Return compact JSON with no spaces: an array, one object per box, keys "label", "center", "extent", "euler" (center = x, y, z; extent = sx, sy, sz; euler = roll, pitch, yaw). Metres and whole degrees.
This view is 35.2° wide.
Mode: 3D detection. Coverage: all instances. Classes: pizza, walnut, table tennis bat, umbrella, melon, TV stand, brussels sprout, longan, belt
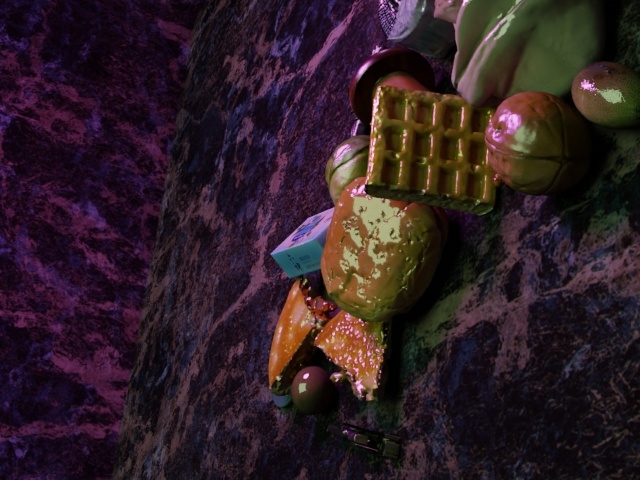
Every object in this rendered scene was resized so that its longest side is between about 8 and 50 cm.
[{"label":"pizza","center":[0.089,0.223,2.042],"extent":[0.189,0.071,0.297],"euler":[-49,25,4]},{"label":"walnut","center":[0.354,-0.159,1.652],"extent":[0.167,0.167,0.207],"euler":[-64,23,15]},{"label":"table tennis bat","center":[-0.086,0.308,2.415],"extent":[0.124,0.033,0.201],"euler":[-52,32,31]},{"label":"pizza","center":[-0.034,0.210,2.307],"extent":[0.228,0.081,0.290],"euler":[-32,41,58]},{"label":"umbrella","center":[0.117,-0.355,2.434],"extent":[0.066,0.059,0.236],"euler":[148,139,-80]},{"label":"melon","center":[0.453,-0.223,1.558],"extent":[0.099,0.099,0.162],"euler":[-65,27,14]},{"label":"TV stand","center":[0.081,0.388,1.985],"extent":[0.249,0.036,0.042],"euler":[-5,70,65]},{"label":"brussels sprout","center":[0.080,-0.139,2.162],"extent":[0.131,0.145,0.183],"euler":[36,105,22]},{"label":"longan","center":[-0.018,0.325,2.183],"extent":[0.113,0.092,0.113],"euler":[-177,90,-82]},{"label":"belt","center":[0.225,-0.522,2.199],"extent":[0.257,0.150,0.207],"euler":[-113,37,-59]}]

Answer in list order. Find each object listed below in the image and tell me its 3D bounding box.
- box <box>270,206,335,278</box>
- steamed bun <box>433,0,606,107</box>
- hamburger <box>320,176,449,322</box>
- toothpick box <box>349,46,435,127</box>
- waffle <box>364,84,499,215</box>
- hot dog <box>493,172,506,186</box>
[{"label":"box","center":[0.000,0.000,2.322],"extent":[0.142,0.083,0.232],"euler":[-44,10,-27]},{"label":"steamed bun","center":[0.332,-0.424,1.779],"extent":[0.342,0.255,0.368],"euler":[-17,55,64]},{"label":"hamburger","center":[0.116,0.018,1.971],"extent":[0.259,0.144,0.283],"euler":[24,108,34]},{"label":"toothpick box","center":[0.177,-0.275,2.093],"extent":[0.192,0.192,0.294],"euler":[-60,31,24]},{"label":"waffle","center":[0.211,-0.171,1.883],"extent":[0.055,0.247,0.221],"euler":[102,177,-67]},{"label":"hot dog","center":[0.344,-0.165,1.823],"extent":[0.062,0.038,0.144],"euler":[5,78,65]}]
